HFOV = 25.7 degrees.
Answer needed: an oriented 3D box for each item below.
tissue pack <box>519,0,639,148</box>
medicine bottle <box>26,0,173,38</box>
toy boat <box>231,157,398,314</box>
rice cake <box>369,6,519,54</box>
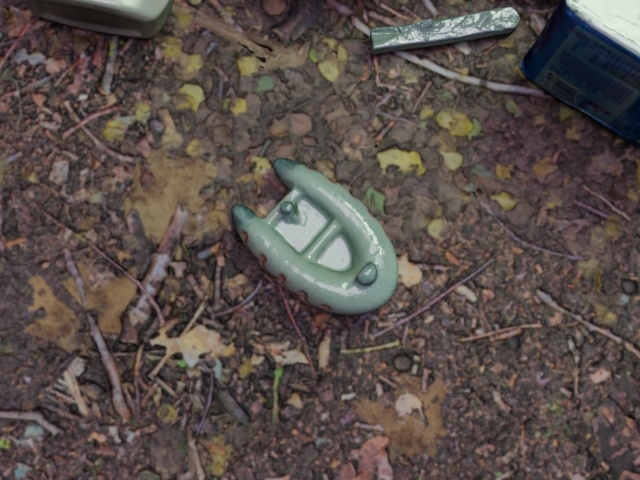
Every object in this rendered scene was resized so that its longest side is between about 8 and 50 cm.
[{"bbox_3d":[0.355,-0.223,1.555,0.198,0.263,0.146,33,81,3],"label":"tissue pack"},{"bbox_3d":[-0.235,-0.410,1.629,0.179,0.124,0.324,11,83,-3],"label":"medicine bottle"},{"bbox_3d":[0.000,0.000,1.602,0.208,0.079,0.134,43,79,5],"label":"toy boat"},{"bbox_3d":[0.147,-0.249,1.661,0.180,0.042,0.030,-10,80,-5],"label":"rice cake"}]
